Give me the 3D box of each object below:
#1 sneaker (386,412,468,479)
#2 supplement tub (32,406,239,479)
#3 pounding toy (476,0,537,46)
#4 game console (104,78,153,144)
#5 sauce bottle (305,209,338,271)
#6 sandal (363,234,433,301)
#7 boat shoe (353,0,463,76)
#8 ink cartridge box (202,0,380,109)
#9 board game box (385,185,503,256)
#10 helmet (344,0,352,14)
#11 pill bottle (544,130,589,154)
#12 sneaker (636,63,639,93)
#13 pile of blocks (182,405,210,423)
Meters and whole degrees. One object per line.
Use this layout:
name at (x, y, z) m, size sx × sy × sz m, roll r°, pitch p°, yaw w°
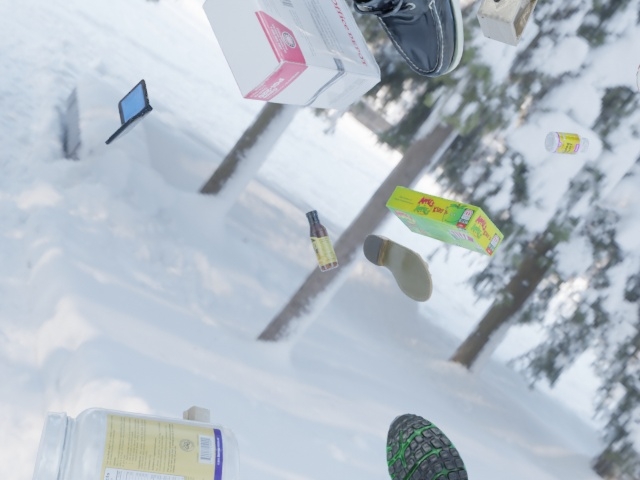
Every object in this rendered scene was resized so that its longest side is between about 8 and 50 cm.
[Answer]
sneaker at (0.223, 0.478, 1.640) m, size 0.344 × 0.134 × 0.146 m, roll 61°, pitch -4°, yaw -2°
supplement tub at (-0.327, 0.422, 1.530) m, size 0.331 × 0.241 × 0.241 m, roll 11°, pitch 17°, yaw -16°
pounding toy at (0.359, -0.470, 1.706) m, size 0.100 × 0.141 × 0.130 m, roll 23°, pitch -3°, yaw 21°
game console at (-0.426, -0.279, 1.912) m, size 0.071 × 0.122 × 0.107 m, roll 53°, pitch 44°, yaw -7°
sauce bottle at (0.000, 0.000, 1.832) m, size 0.128 × 0.042 × 0.042 m, roll 71°, pitch 16°, yaw 9°
sandal at (0.185, 0.049, 1.804) m, size 0.079 × 0.088 × 0.240 m, roll 2°, pitch 22°, yaw -34°
boat shoe at (0.078, -0.337, 1.090) m, size 0.127 × 0.113 × 0.340 m, roll 11°, pitch -44°, yaw 40°
ink cartridge box at (-0.035, -0.273, 1.208) m, size 0.217 × 0.092 × 0.159 m, roll -5°, pitch 65°, yaw -50°
board game box at (0.205, -0.033, 1.459) m, size 0.181 × 0.043 × 0.092 m, roll 20°, pitch -17°, yaw 46°
helmet at (-0.014, -0.399, 1.648) m, size 0.169 × 0.169 × 0.161 m, roll 40°, pitch 23°, yaw 16°
pill bottle at (0.498, -0.196, 1.769) m, size 0.083 × 0.043 × 0.043 m, roll 3°, pitch 21°, yaw -17°
sneaker at (0.299, -0.071, 0.662) m, size 0.067 × 0.064 × 0.175 m, roll -12°, pitch -70°, yaw 58°
pile of blocks at (-0.352, 0.496, 1.797) m, size 0.112 × 0.362 × 0.149 m, roll 26°, pitch -4°, yaw -40°
